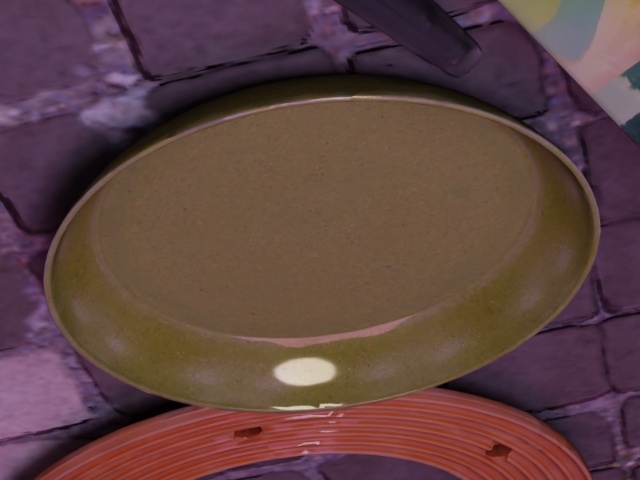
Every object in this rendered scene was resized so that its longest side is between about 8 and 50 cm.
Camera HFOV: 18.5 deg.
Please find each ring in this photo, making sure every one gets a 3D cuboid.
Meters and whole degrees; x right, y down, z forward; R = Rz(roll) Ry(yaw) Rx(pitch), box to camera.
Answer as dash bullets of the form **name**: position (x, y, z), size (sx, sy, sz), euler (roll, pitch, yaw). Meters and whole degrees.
- **ring**: position (-0.014, 0.161, 1.096), size (0.337, 0.032, 0.336), euler (-5, 147, -4)

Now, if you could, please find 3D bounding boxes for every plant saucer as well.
- **plant saucer**: position (0.000, 0.000, 0.857), size (0.241, 0.037, 0.241), euler (-5, 146, -3)

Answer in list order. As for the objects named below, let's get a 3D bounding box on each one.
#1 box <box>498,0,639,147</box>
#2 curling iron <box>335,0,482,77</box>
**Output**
- **box**: position (0.243, -0.056, 0.676), size (0.322, 0.058, 0.232), euler (44, 126, -12)
- **curling iron**: position (-0.012, -0.124, 0.673), size (0.068, 0.035, 0.274), euler (-22, 143, 21)
